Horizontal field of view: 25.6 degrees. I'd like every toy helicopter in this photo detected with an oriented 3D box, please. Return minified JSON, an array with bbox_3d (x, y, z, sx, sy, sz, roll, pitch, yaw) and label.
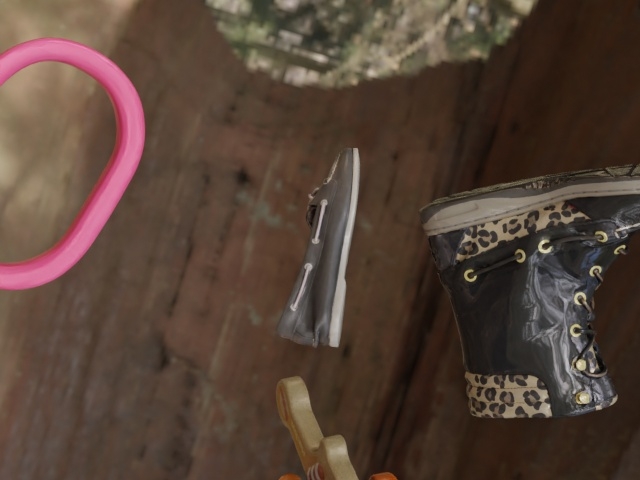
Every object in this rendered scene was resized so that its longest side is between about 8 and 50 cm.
[{"bbox_3d":[0.000,0.367,2.200,0.235,0.140,0.355,98,-24,-44],"label":"toy helicopter"}]

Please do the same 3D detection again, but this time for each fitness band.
[{"bbox_3d":[-0.322,-0.085,1.573,0.291,0.209,0.054,-59,-159,-4],"label":"fitness band"}]

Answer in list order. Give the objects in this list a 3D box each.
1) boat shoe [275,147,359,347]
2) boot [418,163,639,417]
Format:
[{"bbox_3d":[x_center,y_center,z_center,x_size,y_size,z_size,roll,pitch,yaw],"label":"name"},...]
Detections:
[{"bbox_3d":[0.000,0.000,2.104,0.112,0.095,0.335,94,3,-61],"label":"boat shoe"},{"bbox_3d":[0.321,0.061,1.712,0.138,0.377,0.284,-27,108,-73],"label":"boot"}]
